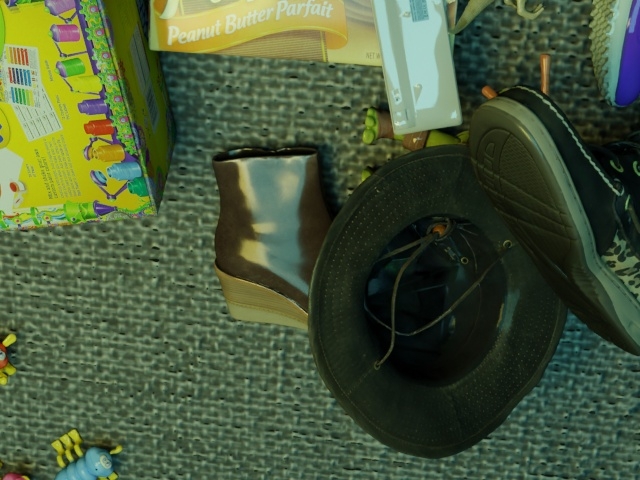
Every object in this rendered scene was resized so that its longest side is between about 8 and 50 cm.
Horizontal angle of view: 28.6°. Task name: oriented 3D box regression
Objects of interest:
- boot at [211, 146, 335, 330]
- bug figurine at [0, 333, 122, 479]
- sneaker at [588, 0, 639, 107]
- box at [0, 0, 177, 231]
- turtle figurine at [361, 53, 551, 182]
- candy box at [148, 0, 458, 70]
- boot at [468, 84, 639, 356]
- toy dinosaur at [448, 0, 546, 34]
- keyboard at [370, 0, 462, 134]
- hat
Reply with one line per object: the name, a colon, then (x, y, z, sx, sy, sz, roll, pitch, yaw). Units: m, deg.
boot: (0.000, 0.000, 1.408, 0.248, 0.090, 0.207, 2, 115, 7)
bug figurine: (-0.391, 0.245, 1.548, 0.216, 0.072, 0.279, -36, 107, 17)
sneaker: (0.362, -0.269, 1.263, 0.146, 0.102, 0.293, 6, 113, 0)
box: (-0.319, -0.175, 1.279, 0.279, 0.177, 0.290, -5, 125, 6)
turtle figurine: (0.157, -0.096, 1.358, 0.217, 0.087, 0.269, 8, 128, 11)
candy box: (-0.015, -0.282, 1.290, 0.316, 0.087, 0.183, 5, 112, 2)
boot: (0.320, -0.085, 1.240, 0.284, 0.138, 0.377, -45, 129, -8)
toy dinosaur: (0.187, -0.267, 1.286, 0.092, 0.053, 0.183, 34, 82, -28)
keyboard: (0.088, -0.231, 1.252, 0.072, 0.014, 0.256, -11, 111, 1)
hat: (0.097, 0.059, 1.323, 0.331, 0.134, 0.331, -5, 100, -31)
